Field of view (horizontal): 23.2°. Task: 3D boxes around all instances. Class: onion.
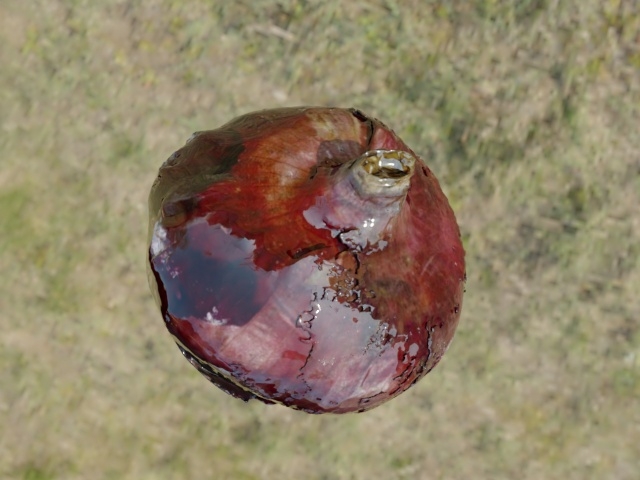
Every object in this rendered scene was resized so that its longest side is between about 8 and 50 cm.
[{"bbox_3d":[0.000,0.000,1.122,0.252,0.252,0.219,27,135,-9],"label":"onion"}]
